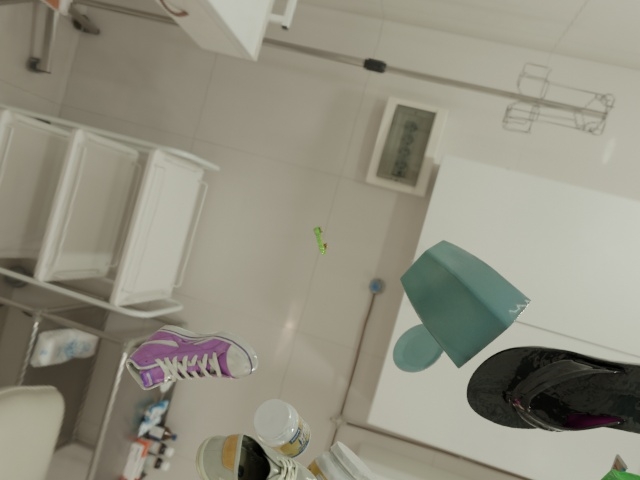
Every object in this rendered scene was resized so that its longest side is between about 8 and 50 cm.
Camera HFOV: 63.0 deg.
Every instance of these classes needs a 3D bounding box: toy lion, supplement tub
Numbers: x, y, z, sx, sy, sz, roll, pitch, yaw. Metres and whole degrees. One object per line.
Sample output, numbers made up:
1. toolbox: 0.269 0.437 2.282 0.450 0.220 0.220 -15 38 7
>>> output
1. toy lion: 0.000 0.000 1.784 0.096 0.034 0.100 12 59 -83
2. supplement tub: -0.125 0.608 1.688 0.199 0.144 0.144 66 38 -48
3. supplement tub: 0.019 0.853 1.729 0.316 0.228 0.228 -46 165 -7

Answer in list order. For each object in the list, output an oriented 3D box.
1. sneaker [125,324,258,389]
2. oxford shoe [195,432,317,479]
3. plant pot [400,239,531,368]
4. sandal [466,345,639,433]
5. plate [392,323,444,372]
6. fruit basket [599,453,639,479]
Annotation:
1. sneaker: -0.276 0.264 1.079 0.161 0.282 0.102 -38 123 -56
2. oxford shoe: -0.125 0.616 1.351 0.449 0.130 0.169 45 34 -37
3. plant pot: 0.309 0.125 1.180 0.166 0.234 0.165 -24 155 -51
4. sandal: 0.497 0.291 0.989 0.107 0.446 0.167 -1 86 -63
5. plate: 0.316 0.342 1.651 0.024 0.188 0.188 51 44 -29
6. fruit basket: 0.763 0.791 1.337 0.327 0.165 0.353 -78 -174 -71
